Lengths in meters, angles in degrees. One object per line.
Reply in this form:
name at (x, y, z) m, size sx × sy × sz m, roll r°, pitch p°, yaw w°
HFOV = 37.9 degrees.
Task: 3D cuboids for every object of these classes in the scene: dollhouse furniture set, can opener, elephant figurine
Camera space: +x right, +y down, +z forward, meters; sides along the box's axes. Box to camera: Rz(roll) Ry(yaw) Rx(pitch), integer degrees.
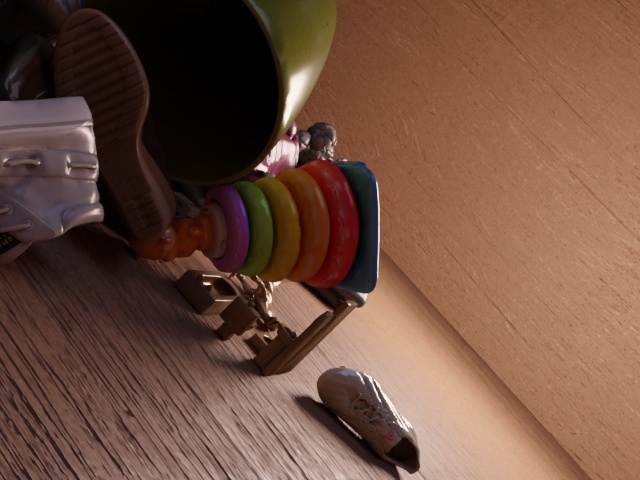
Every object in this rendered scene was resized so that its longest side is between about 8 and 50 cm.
dollhouse furniture set at (-0.061, 0.066, 1.130) m, size 0.151 × 0.123 × 0.144 m, roll 47°, pitch 7°, yaw 12°
can opener at (-0.027, 0.049, 1.696) m, size 0.280 × 0.074 × 0.093 m, roll 40°, pitch 44°, yaw -29°
elephant figurine at (-0.004, -0.088, 1.758) m, size 0.169 × 0.186 × 0.239 m, roll -24°, pitch -84°, yaw 55°

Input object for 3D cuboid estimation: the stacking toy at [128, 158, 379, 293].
stacking toy at (-0.087, -0.013, 1.127) m, size 0.301 × 0.166 × 0.175 m, roll -5°, pitch 7°, yaw -30°

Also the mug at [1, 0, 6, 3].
mug at (-0.457, -0.448, 1.535) m, size 0.113 × 0.169 × 0.150 m, roll 49°, pitch 9°, yaw 19°

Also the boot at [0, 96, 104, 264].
boot at (-0.263, -0.040, 0.725) m, size 0.258 × 0.095 × 0.123 m, roll -22°, pitch 101°, yaw -57°

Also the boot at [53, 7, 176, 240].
boot at (-0.220, -0.127, 0.996) m, size 0.207 × 0.090 × 0.248 m, roll -128°, pitch -157°, yaw -68°

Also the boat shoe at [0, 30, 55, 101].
boat shoe at (-0.296, -0.140, 0.971) m, size 0.120 × 0.122 × 0.324 m, roll 47°, pitch 7°, yaw -19°

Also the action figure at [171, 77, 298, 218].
action figure at (-0.102, -0.145, 1.404) m, size 0.275 × 0.248 × 0.370 m, roll 32°, pitch 20°, yaw 16°

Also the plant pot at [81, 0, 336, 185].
plant pot at (-0.099, -0.251, 1.164) m, size 0.275 × 0.275 × 0.293 m, roll 46°, pitch 38°, yaw -1°

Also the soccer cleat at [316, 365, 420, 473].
soccer cleat at (0.070, 0.232, 1.208) m, size 0.196 × 0.068 × 0.076 m, roll 45°, pitch 10°, yaw -32°

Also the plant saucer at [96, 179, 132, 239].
plant saucer at (-0.243, -0.053, 1.143) m, size 0.168 × 0.029 × 0.168 m, roll 46°, pitch 8°, yaw -8°

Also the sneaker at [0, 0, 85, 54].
sneaker at (-0.350, -0.272, 1.138) m, size 0.237 × 0.086 × 0.085 m, roll -12°, pitch -54°, yaw 50°

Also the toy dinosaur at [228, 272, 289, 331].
toy dinosaur at (-0.084, 0.073, 1.324) m, size 0.093 × 0.053 × 0.183 m, roll 60°, pitch 11°, yaw -17°
